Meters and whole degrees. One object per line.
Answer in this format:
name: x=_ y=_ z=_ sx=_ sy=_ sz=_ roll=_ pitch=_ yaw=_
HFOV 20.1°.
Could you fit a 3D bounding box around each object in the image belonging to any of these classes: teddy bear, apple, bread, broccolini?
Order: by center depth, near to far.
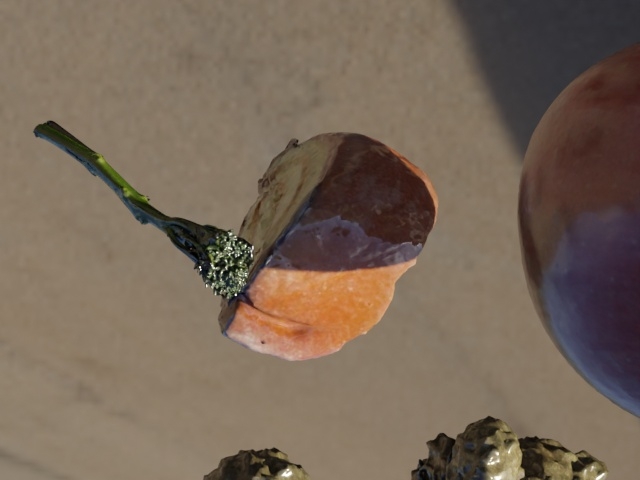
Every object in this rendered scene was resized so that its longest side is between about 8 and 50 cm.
teddy bear: x=0.038 y=0.170 z=0.949 sx=0.251 sy=0.129 sz=0.182 roll=-6 pitch=164 yaw=-27
broccolini: x=-0.131 y=-0.025 z=1.291 sx=0.218 sy=0.044 sz=0.042 roll=32 pitch=175 yaw=32
apple: x=0.303 y=-0.009 z=1.316 sx=0.344 sy=0.345 sz=0.269 roll=14 pitch=-179 yaw=-30
bread: x=0.008 y=-0.009 z=1.604 sx=0.123 sy=0.244 sz=0.190 roll=34 pitch=114 yaw=-15
